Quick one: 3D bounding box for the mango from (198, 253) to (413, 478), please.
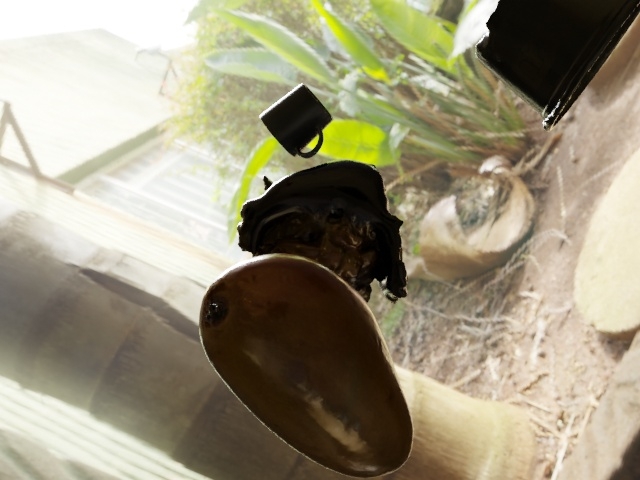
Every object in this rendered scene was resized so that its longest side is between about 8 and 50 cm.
[{"bbox_3d":[0.002,0.105,0.598,0.113,0.253,0.138,-21,34,33],"label":"mango"}]

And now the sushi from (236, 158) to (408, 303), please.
[{"bbox_3d":[0.002,0.006,0.933,0.213,0.204,0.200,84,173,-69],"label":"sushi"}]

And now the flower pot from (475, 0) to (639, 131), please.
[{"bbox_3d":[0.219,-0.196,0.671,0.157,0.107,0.157,-48,-13,-15],"label":"flower pot"}]

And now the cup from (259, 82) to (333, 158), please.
[{"bbox_3d":[-0.026,-0.162,1.004,0.077,0.100,0.078,-39,-26,10],"label":"cup"}]
